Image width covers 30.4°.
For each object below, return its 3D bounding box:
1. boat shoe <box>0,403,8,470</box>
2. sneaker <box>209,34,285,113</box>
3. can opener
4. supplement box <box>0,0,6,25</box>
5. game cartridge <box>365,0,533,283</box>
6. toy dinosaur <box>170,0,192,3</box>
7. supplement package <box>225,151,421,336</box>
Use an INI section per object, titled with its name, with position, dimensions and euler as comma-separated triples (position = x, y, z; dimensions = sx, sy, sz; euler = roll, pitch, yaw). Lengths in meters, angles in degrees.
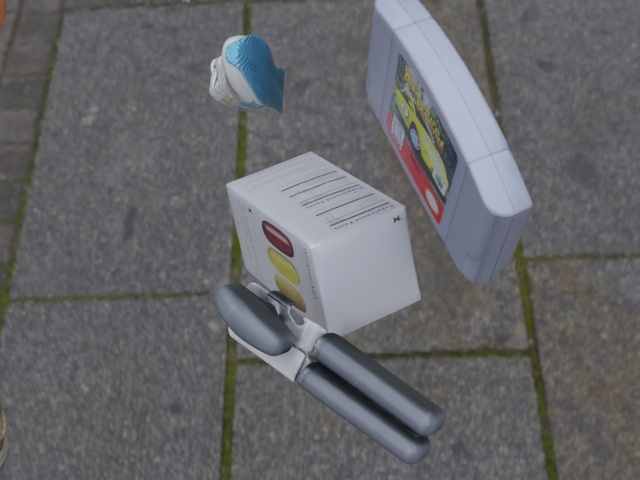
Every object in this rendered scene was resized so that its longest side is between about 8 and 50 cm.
[boat shoe]
position = -0.464, 0.225, 1.186
dimensions = 0.123, 0.116, 0.324
euler = 40, 41, 26
[sneaker]
position = -0.107, -0.216, 1.580
dimensions = 0.092, 0.229, 0.087
euler = 3, 83, 8
[can opener]
position = 0.001, 0.141, 1.260
dimensions = 0.280, 0.074, 0.093
euler = 33, 23, 19
[supplement box]
position = -0.610, -0.373, 1.823
dimensions = 0.233, 0.078, 0.080
euler = -10, 66, -21
[game cartridge]
position = 0.128, -0.116, 1.262
dimensions = 0.060, 0.196, 0.294
euler = -19, 65, -15
[toy dinosaur]
position = -0.093, -0.465, 1.847
dimensions = 0.200, 0.127, 0.295
euler = 25, 41, 37
[supplement package]
position = 0.000, 0.000, 1.487
dimensions = 0.134, 0.139, 0.244
euler = -23, 28, -20
